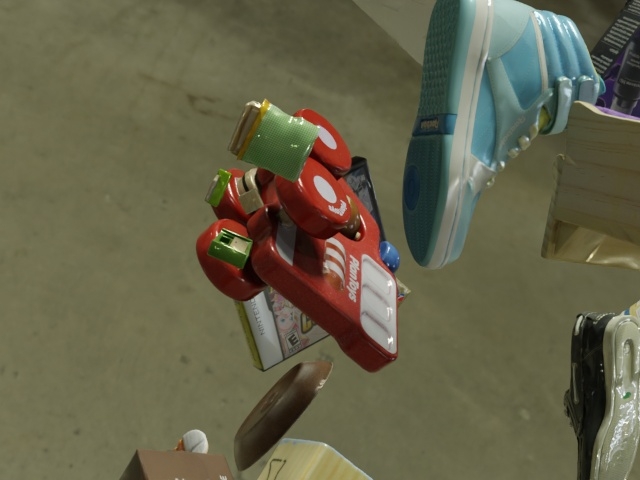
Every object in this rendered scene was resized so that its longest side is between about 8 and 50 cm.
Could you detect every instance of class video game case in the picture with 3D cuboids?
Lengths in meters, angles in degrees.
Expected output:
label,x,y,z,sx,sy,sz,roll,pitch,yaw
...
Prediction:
label,x,y,z,sx,sy,sz,roll,pitch,yaw
video game case,-0.016,0.035,1.727,0.275,0.248,0.035,-27,25,-25

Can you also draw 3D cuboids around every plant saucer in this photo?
label,x,y,z,sx,sy,sz,roll,pitch,yaw
plant saucer,-0.061,0.235,1.563,0.036,0.198,0.198,41,29,-5

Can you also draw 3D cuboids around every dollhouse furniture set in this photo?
label,x,y,z,sx,sy,sz,roll,pitch,yaw
dollhouse furniture set,-0.064,-0.055,1.067,0.076,0.152,0.058,24,12,-3

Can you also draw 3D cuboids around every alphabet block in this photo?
label,x,y,z,sx,sy,sz,roll,pitch,yaw
alphabet block,-0.015,0.503,2.074,0.193,0.192,0.197,40,69,-16

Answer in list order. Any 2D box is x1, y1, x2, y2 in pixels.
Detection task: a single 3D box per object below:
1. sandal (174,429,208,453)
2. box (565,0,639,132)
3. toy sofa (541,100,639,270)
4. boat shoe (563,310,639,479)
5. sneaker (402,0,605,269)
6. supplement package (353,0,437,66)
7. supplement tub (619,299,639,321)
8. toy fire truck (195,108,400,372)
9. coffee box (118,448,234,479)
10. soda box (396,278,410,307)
label,x,y,z,sx,sy,sz,roll,pitch,yaw
sandal,-0.255,0.462,2.104,0.076,0.265,0.102,19,30,-24
box,0.425,-0.198,1.467,0.153,0.207,0.108,31,13,-12
toy sofa,0.364,-0.029,1.067,0.150,0.177,0.362,7,7,-16
boat shoe,0.328,0.199,1.318,0.084,0.233,0.079,0,4,-41
sneaker,0.213,-0.116,1.255,0.208,0.319,0.127,6,10,-19
supplement package,0.169,-0.406,1.695,0.204,0.145,0.262,43,-12,-3
supplement tub,0.526,0.111,1.540,0.144,0.199,0.144,37,28,-24
toy fire truck,0.000,0.000,1.383,0.254,0.169,0.302,43,25,-22
coffee box,-0.165,0.331,1.049,0.098,0.246,0.141,14,29,-35
soda box,0.079,0.070,2.062,0.181,0.061,0.058,32,-7,47
